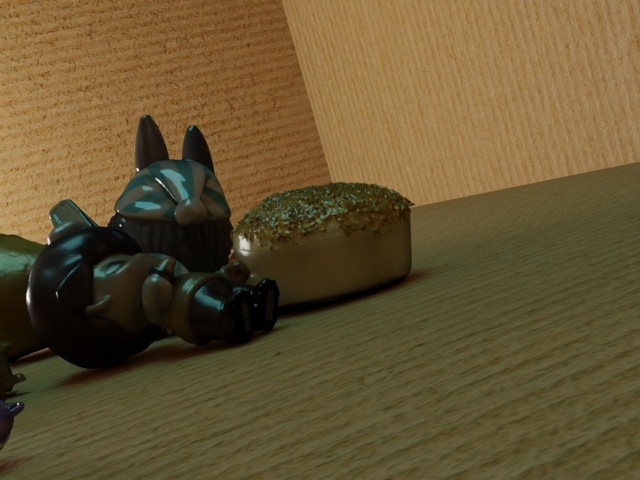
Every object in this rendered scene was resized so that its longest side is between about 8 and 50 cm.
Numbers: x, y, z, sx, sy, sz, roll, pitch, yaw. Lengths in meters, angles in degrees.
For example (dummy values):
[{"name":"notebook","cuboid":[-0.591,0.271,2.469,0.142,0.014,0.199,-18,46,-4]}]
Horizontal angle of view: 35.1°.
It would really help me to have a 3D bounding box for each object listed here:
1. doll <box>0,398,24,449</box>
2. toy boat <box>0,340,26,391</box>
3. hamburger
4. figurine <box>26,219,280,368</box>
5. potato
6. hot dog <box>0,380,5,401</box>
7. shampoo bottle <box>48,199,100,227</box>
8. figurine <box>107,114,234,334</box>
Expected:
[{"name":"doll","cuboid":[-0.362,0.197,0.934,0.206,0.067,0.110,-26,16,6]},{"name":"toy boat","cuboid":[-0.568,0.210,1.450,0.310,0.089,0.115,-15,6,9]},{"name":"hamburger","cuboid":[0.000,0.000,1.542,0.294,0.179,0.276,-14,3,36]},{"name":"figurine","cuboid":[-0.250,0.065,1.404,0.365,0.206,0.218,-12,19,32]},{"name":"potato","cuboid":[-0.630,0.095,1.903,0.296,0.289,0.397,-8,-15,41]},{"name":"hot dog","cuboid":[-0.449,0.208,1.303,0.071,0.045,0.165,-18,4,-5]},{"name":"shampoo bottle","cuboid":[-0.414,0.040,1.990,0.071,0.153,0.284,-41,-32,-5]},{"name":"figurine","cuboid":[-0.298,-0.028,1.769,0.266,0.377,0.361,-15,2,5]}]
